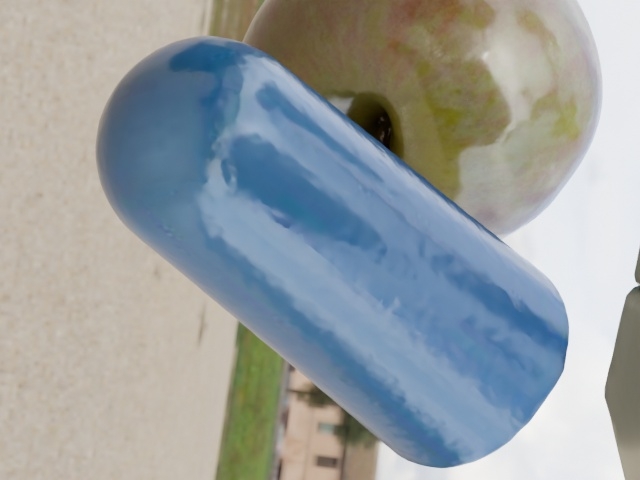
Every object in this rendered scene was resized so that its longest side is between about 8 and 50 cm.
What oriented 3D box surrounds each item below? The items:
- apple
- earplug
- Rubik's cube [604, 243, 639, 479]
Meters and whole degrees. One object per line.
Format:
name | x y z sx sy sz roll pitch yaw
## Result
apple | 0.075 -0.114 0.961 0.234 0.257 0.256 -49 155 -48
earplug | 0.000 0.000 0.666 0.273 0.132 0.132 39 44 -37
Rubik's cube | 0.273 0.075 0.340 0.322 0.316 0.318 83 1 -51
